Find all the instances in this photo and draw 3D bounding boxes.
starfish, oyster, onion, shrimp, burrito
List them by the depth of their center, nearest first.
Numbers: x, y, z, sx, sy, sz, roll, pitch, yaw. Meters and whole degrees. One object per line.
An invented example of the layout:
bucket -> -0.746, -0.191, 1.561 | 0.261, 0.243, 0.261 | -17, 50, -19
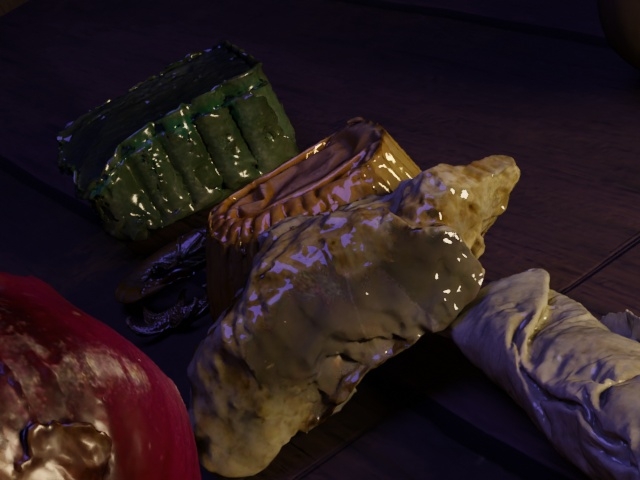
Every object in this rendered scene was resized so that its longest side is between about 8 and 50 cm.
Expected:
onion -> -0.207, 0.226, 1.105 | 0.348, 0.347, 0.385 | -32, 62, -13
burrito -> 0.197, 0.098, 1.174 | 0.117, 0.076, 0.392 | -31, 22, -8
oyster -> 0.027, 0.044, 1.341 | 0.341, 0.166, 0.110 | -29, -3, -5
starfish -> -0.148, 0.070, 1.654 | 0.091, 0.028, 0.078 | -2, 27, 48
shrimp -> -0.131, 0.014, 1.723 | 0.178, 0.034, 0.124 | -28, 11, -6

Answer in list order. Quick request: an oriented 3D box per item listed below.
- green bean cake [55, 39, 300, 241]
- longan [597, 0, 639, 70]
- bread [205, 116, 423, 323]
green bean cake -> -0.165, -0.110, 1.921 | 0.255, 0.132, 0.241 | -31, 23, -7
longan -> 0.359, -0.233, 1.624 | 0.185, 0.159, 0.204 | -41, 61, 5
bread -> 0.000, 0.004, 1.500 | 0.240, 0.139, 0.240 | -25, 23, 12
